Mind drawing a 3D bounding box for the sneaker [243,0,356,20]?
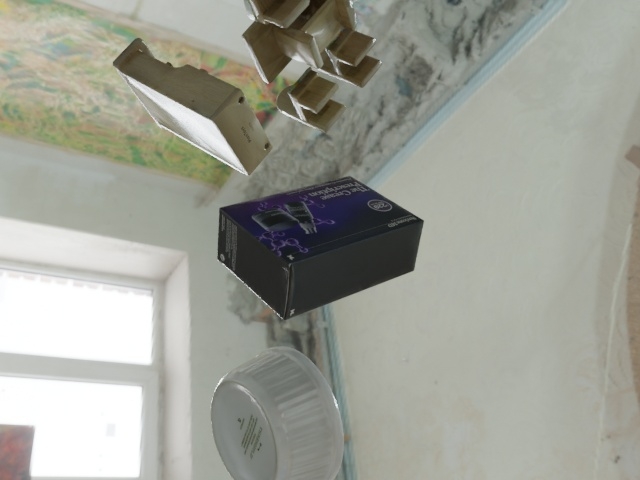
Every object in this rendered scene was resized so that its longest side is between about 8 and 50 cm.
[{"bbox_3d":[-0.022,-0.545,1.167,0.130,0.236,0.323,4,82,-79],"label":"sneaker"}]

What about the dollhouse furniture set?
[{"bbox_3d":[-0.076,-0.218,0.744,0.161,0.212,0.242,30,-106,29],"label":"dollhouse furniture set"}]

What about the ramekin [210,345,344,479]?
[{"bbox_3d":[-0.092,0.338,1.222,0.272,0.127,0.273,13,-73,48],"label":"ramekin"}]

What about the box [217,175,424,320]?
[{"bbox_3d":[0.000,0.000,1.033,0.184,0.261,0.103,38,-48,38],"label":"box"}]
